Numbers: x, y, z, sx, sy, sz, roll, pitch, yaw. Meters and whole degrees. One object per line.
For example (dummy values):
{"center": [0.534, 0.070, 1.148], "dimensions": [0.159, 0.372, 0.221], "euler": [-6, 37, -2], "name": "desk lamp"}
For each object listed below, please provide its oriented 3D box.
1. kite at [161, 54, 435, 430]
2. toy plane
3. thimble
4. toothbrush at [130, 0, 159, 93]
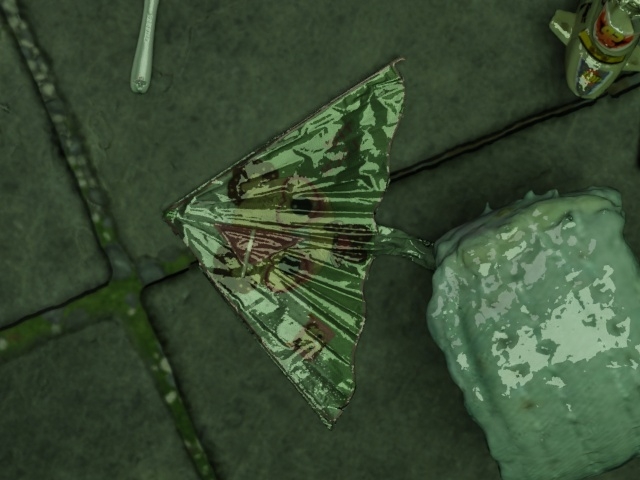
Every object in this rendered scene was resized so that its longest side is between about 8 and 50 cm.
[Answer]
{"center": [0.000, 0.000, 1.145], "dimensions": [0.267, 0.013, 0.323], "euler": [7, 99, -5], "name": "kite"}
{"center": [0.262, -0.245, 1.096], "dimensions": [0.092, 0.108, 0.286], "euler": [25, 82, -6], "name": "toy plane"}
{"center": [0.179, 0.075, 1.071], "dimensions": [0.172, 0.205, 0.250], "euler": [-20, 128, 4], "name": "thimble"}
{"center": [-0.132, -0.219, 1.102], "dimensions": [0.017, 0.022, 0.204], "euler": [9, 100, -3], "name": "toothbrush"}
